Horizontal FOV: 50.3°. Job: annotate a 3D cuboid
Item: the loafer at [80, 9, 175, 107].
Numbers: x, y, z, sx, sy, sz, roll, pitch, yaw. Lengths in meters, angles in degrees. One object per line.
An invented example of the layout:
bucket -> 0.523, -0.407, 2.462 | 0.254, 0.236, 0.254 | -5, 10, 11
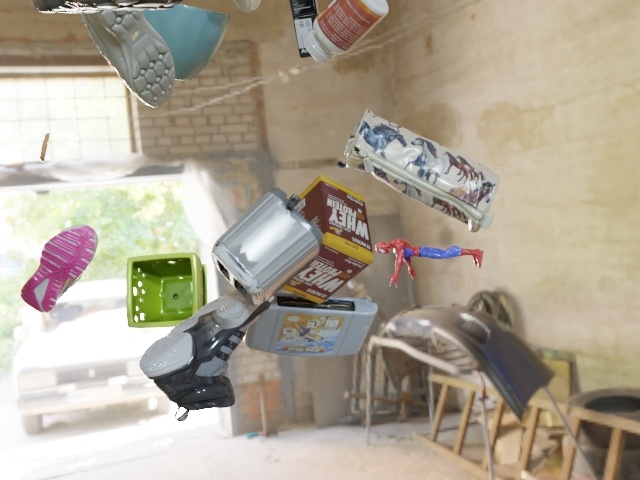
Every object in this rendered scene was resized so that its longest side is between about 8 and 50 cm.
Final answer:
loafer -> -0.371, -0.385, 1.296 | 0.111, 0.112, 0.319 | 35, -21, 28

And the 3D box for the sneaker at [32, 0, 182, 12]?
sneaker -> -0.258, -0.318, 0.786 | 0.268, 0.106, 0.101 | 15, 21, 37

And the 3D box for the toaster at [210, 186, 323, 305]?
toaster -> -0.087, 0.015, 1.089 | 0.146, 0.129, 0.227 | -43, -4, -13

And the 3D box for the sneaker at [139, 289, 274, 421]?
sneaker -> -0.174, 0.196, 1.189 | 0.269, 0.153, 0.101 | -34, 21, -31

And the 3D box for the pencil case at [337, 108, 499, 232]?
pencil case -> 0.254, -0.170, 1.711 | 0.411, 0.159, 0.183 | 27, 43, 4

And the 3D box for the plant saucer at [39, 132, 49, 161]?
plant saucer -> -0.768, -0.260, 1.896 | 0.013, 0.083, 0.083 | 13, -6, -25

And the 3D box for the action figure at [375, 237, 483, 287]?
action figure -> 0.281, 0.067, 1.828 | 0.281, 0.138, 0.091 | 10, 3, 2

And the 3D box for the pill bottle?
pill bottle -> 0.060, -0.559, 1.751 | 0.216, 0.121, 0.121 | -38, -18, 33

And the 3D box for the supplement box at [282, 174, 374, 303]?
supplement box -> 0.000, 0.000, 1.514 | 0.129, 0.194, 0.191 | 25, -49, -30

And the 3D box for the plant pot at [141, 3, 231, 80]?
plant pot -> -0.404, -0.544, 1.846 | 0.291, 0.195, 0.290 | 12, 16, -4

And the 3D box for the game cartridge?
game cartridge -> -0.029, 0.207, 1.641 | 0.298, 0.198, 0.062 | 5, 43, -11

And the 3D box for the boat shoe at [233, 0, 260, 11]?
boat shoe -> -0.221, -0.655, 1.677 | 0.098, 0.096, 0.277 | 21, -20, 18

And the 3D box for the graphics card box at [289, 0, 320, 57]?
graphics card box -> -0.057, -0.833, 2.297 | 0.094, 0.370, 0.232 | -9, 36, 6

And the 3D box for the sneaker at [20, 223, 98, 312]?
sneaker -> -0.581, 0.047, 1.546 | 0.252, 0.103, 0.111 | -44, 13, 24

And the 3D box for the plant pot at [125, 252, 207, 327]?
plant pot -> -0.476, 0.167, 2.176 | 0.229, 0.227, 0.207 | -4, -9, 5
